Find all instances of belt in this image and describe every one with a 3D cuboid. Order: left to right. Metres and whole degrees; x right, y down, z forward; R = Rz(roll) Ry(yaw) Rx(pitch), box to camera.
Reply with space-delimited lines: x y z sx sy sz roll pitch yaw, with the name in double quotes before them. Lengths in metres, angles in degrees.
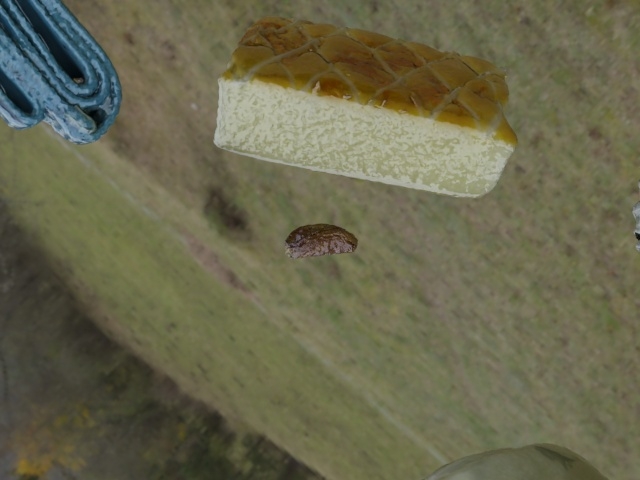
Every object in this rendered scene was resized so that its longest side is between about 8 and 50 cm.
"belt" -0.144 -0.124 0.456 0.179 0.100 0.065 51 166 -16

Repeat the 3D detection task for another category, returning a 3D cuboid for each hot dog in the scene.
"hot dog" 0.000 0.000 1.181 0.058 0.083 0.035 -168 74 -65

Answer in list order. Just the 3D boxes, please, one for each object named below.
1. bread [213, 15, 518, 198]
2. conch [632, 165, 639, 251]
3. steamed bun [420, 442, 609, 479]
"bread" 0.032 -0.094 0.706 0.189 0.125 0.068 11 121 0
"conch" 0.339 -0.036 0.894 0.130 0.155 0.207 50 153 -15
"steamed bun" 0.151 0.315 0.635 0.247 0.352 0.339 2 157 17
